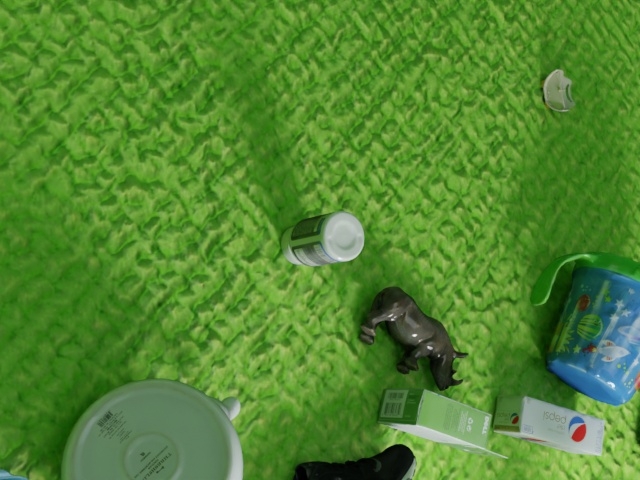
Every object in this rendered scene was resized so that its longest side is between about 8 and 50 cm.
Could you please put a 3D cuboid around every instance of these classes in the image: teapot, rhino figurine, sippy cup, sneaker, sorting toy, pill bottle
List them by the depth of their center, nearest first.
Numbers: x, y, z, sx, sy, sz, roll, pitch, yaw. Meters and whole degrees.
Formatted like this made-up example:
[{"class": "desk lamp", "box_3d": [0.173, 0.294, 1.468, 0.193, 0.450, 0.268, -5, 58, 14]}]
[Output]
[{"class": "teapot", "box_3d": [-0.226, 0.322, 1.349, 0.256, 0.187, 0.252, -3, 64, -8]}, {"class": "sneaker", "box_3d": [0.030, 0.379, 1.553, 0.283, 0.107, 0.124, -34, 96, -32]}, {"class": "pill bottle", "box_3d": [0.000, 0.000, 1.563, 0.078, 0.137, 0.078, 4, 82, -32]}, {"class": "rhino figurine", "box_3d": [0.166, 0.172, 1.689, 0.243, 0.073, 0.106, 41, 66, -24]}, {"class": "sippy cup", "box_3d": [0.537, 0.174, 1.859, 0.224, 0.305, 0.240, -58, 158, -14]}, {"class": "sorting toy", "box_3d": [0.479, -0.292, 1.984, 0.075, 0.045, 0.083, -6, 86, -41]}]

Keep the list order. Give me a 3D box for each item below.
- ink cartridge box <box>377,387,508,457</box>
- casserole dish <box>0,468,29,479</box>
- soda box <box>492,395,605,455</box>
[{"class": "ink cartridge box", "box_3d": [0.211, 0.305, 1.677, 0.209, 0.109, 0.062, 24, 71, -29]}, {"class": "casserole dish", "box_3d": [-0.422, 0.388, 1.288, 0.114, 0.037, 0.188, -2, 85, -34]}, {"class": "soda box", "box_3d": [0.419, 0.339, 1.832, 0.216, 0.074, 0.069, 21, 72, -30]}]
